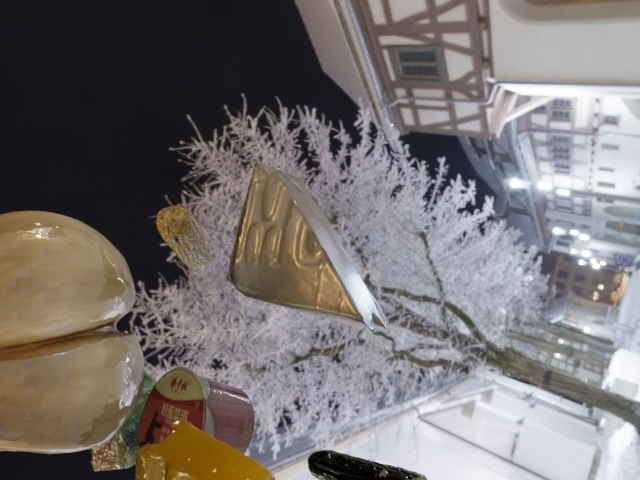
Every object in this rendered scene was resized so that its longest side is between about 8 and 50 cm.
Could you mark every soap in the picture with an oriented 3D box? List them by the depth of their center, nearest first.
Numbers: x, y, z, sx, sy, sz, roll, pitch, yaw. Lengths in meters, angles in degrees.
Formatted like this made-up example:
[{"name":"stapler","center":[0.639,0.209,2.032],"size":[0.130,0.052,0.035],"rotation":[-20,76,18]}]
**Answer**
[{"name":"soap","center":[-0.184,0.464,0.674],"size":[0.096,0.204,0.325],"rotation":[-25,-51,-60]},{"name":"soap","center":[0.000,0.000,0.786],"size":[0.159,0.301,0.258],"rotation":[26,-103,-63]}]

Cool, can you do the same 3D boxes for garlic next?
[{"name":"garlic","center":[-0.346,0.126,0.556],"size":[0.313,0.249,0.287],"rotation":[16,-130,-55]}]

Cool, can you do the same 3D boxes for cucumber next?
[{"name":"cucumber","center":[0.079,0.453,0.837],"size":[0.074,0.241,0.075],"rotation":[4,-95,-57]}]

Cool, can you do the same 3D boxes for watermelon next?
[{"name":"watermelon","center":[-0.657,0.590,1.413],"size":[0.301,0.265,0.151],"rotation":[-27,-8,0]}]

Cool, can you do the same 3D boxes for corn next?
[{"name":"corn","center":[-0.363,0.002,1.214],"size":[0.107,0.106,0.293],"rotation":[-61,-15,-21]}]

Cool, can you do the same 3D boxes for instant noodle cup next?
[{"name":"instant noodle cup","center":[-0.278,0.424,1.020],"size":[0.178,0.234,0.235],"rotation":[30,-102,-47]}]
